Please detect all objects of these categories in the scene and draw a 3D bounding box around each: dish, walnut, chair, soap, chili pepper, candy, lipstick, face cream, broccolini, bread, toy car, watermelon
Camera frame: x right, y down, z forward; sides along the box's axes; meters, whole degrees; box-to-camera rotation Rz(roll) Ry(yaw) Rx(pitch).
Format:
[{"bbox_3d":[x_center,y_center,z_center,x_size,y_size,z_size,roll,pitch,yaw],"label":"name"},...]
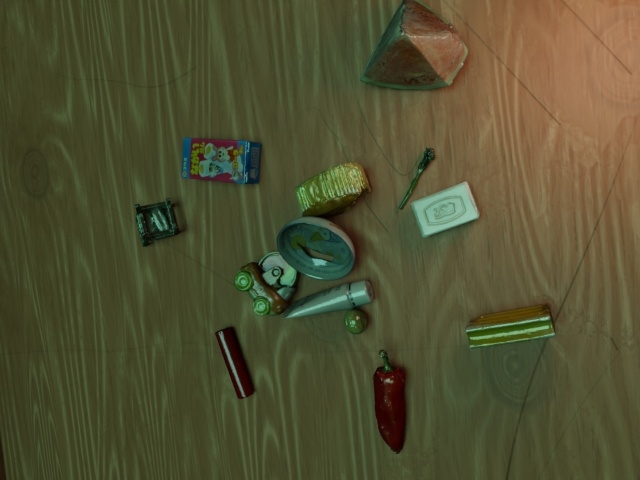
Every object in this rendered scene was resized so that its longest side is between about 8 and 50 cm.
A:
[{"bbox_3d":[0.000,0.000,1.614,0.274,0.133,0.273,14,137,13],"label":"dish"},{"bbox_3d":[0.120,0.276,1.609,0.092,0.092,0.092,2,96,25],"label":"walnut"},{"bbox_3d":[-0.676,-0.070,1.946,0.270,0.147,0.136,150,105,-68],"label":"chair"},{"bbox_3d":[0.550,0.249,1.370,0.232,0.140,0.073,-16,87,26],"label":"soap"},{"bbox_3d":[0.232,0.536,1.572,0.110,0.110,0.387,-1,99,25],"label":"chili pepper"},{"bbox_3d":[-0.380,-0.303,1.788,0.306,0.100,0.157,8,99,24],"label":"candy"},{"bbox_3d":[-0.338,0.479,1.852,0.073,0.073,0.279,-21,86,25],"label":"lipstick"},{"bbox_3d":[0.026,0.211,1.633,0.315,0.143,0.089,-18,103,20],"label":"face cream"},{"bbox_3d":[0.303,-0.198,1.511,0.042,0.044,0.218,30,112,4],"label":"broccolini"},{"bbox_3d":[0.039,-0.156,1.558,0.250,0.179,0.133,-22,81,28],"label":"bread"},{"bbox_3d":[-0.173,0.148,1.720,0.235,0.145,0.235,-1,84,12],"label":"toy car"},{"bbox_3d":[0.258,-0.537,1.394,0.283,0.293,0.250,35,138,18],"label":"watermelon"},{"bbox_3d":[0.388,-0.093,1.460,0.183,0.064,0.121,-21,83,25],"label":"soap"}]
